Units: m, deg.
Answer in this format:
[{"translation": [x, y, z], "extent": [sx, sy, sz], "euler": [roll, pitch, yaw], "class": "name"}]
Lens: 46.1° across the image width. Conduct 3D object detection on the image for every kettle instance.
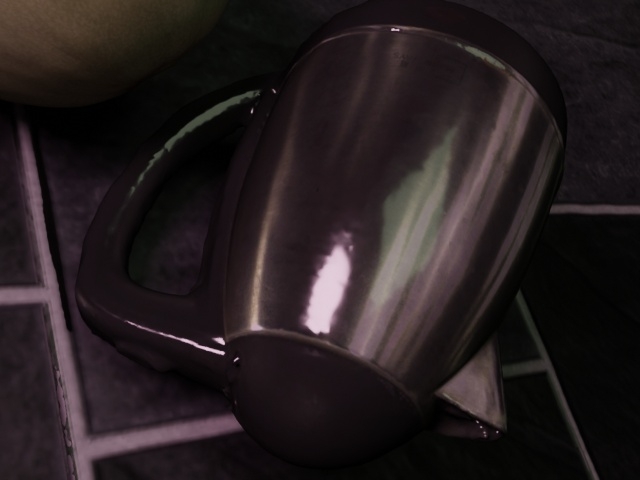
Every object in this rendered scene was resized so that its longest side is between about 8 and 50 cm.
[{"translation": [0.015, 0.000, 0.462], "extent": [0.251, 0.207, 0.271], "euler": [36, 55, -21], "class": "kettle"}]

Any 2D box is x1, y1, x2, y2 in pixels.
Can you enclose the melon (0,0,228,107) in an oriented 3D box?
[{"translation": [-0.183, -0.223, 0.418], "extent": [0.308, 0.271, 0.271], "euler": [28, 49, -8], "class": "melon"}]
